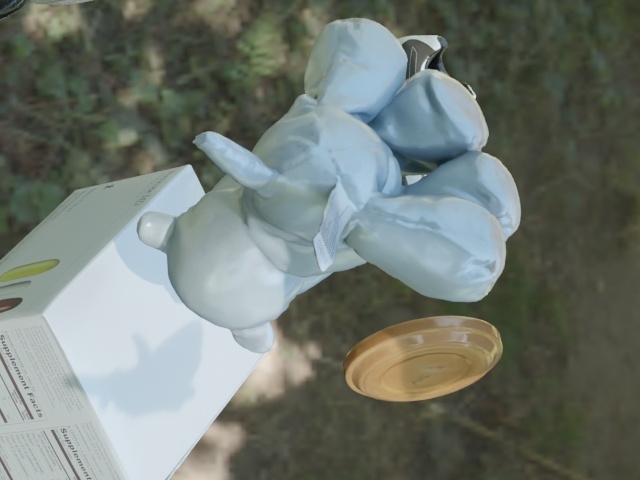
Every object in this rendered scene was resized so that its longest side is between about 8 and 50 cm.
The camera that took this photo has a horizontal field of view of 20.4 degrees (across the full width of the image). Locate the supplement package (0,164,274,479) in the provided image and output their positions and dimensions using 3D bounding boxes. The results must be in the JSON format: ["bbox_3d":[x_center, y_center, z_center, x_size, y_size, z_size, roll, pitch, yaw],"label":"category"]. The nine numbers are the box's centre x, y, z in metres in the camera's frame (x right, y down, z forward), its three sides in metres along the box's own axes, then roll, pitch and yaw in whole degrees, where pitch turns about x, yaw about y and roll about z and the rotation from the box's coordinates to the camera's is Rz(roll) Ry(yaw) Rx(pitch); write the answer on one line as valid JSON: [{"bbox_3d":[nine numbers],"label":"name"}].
[{"bbox_3d":[-0.190,0.089,1.594,0.262,0.145,0.204,-51,124,-50],"label":"supplement package"}]

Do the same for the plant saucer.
[{"bbox_3d":[0.053,0.064,0.918,0.083,0.083,0.013,26,46,-47],"label":"plant saucer"}]

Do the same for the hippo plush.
[{"bbox_3d":[0.000,0.000,1.400,0.234,0.236,0.294,44,40,-2],"label":"hippo plush"}]

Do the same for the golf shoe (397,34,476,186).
[{"bbox_3d":[0.108,-0.097,1.657,0.198,0.094,0.077,67,26,-11],"label":"golf shoe"}]

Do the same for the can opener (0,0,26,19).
[{"bbox_3d":[-0.295,-0.166,1.380,0.059,0.186,0.073,50,8,12],"label":"can opener"}]

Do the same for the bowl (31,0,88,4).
[{"bbox_3d":[-0.197,-0.220,1.251,0.142,0.142,0.053,49,65,-26],"label":"bowl"}]
